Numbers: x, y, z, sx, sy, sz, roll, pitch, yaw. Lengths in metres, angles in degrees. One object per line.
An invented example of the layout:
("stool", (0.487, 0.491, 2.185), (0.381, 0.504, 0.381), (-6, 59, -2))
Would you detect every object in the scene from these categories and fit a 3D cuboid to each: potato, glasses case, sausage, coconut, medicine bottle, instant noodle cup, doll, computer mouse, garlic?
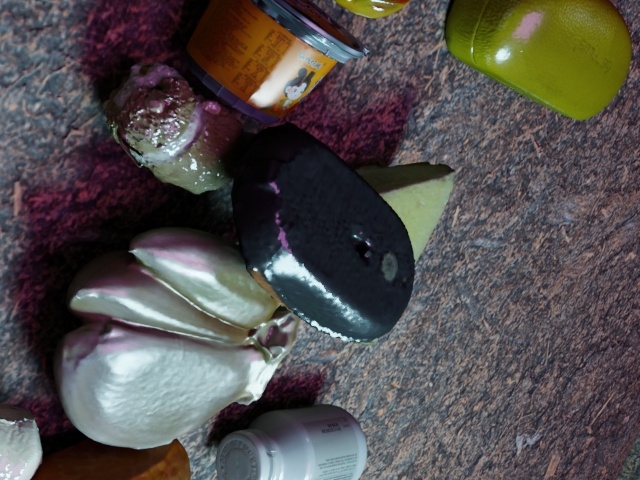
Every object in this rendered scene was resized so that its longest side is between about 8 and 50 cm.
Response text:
("potato", (0.018, -0.017, 1.319), (0.255, 0.112, 0.269), (18, 99, -46))
("glasses case", (0.340, -0.288, 1.465), (0.371, 0.141, 0.173), (12, 105, -52))
("sausage", (-0.255, 0.311, 1.180), (0.268, 0.153, 0.141), (-22, 128, -61))
("coconut", (-0.347, 0.219, 1.069), (0.124, 0.110, 0.110), (26, 95, -48))
("medicine bottle", (-0.044, 0.310, 1.453), (0.215, 0.135, 0.135), (3, 113, -50))
("instant noodle cup", (-0.061, -0.203, 1.057), (0.208, 0.177, 0.125), (31, 106, -24))
("doll", (-0.139, -0.111, 1.072), (0.221, 0.105, 0.115), (21, 73, -58))
("computer mouse", (-0.004, 0.001, 1.133), (0.323, 0.116, 0.183), (42, 49, -46))
("garlic", (-0.179, 0.111, 1.147), (0.325, 0.132, 0.279), (17, 104, -42))

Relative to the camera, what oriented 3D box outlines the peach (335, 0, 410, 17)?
("peach", (0.061, -0.325, 1.135), (0.138, 0.138, 0.138), (-28, 134, -34))
